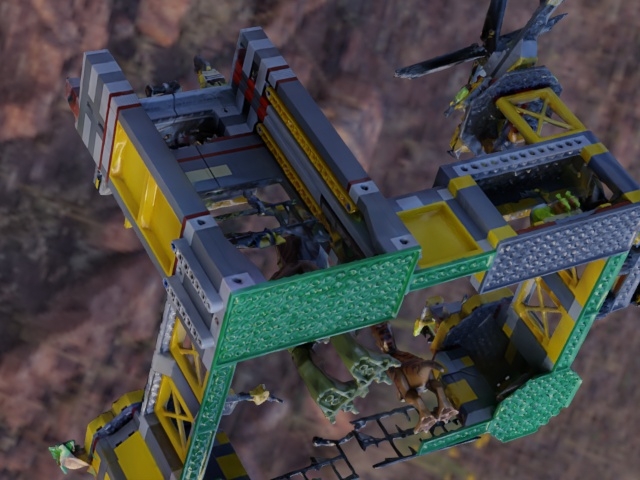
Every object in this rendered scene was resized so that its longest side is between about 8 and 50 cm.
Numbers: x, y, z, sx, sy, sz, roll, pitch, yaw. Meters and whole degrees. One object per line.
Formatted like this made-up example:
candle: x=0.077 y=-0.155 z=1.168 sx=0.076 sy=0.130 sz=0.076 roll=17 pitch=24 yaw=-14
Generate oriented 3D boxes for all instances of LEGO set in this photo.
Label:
LEGO set: x=0.000 y=0.000 z=0.750 sx=0.331 sy=0.192 sz=0.255 roll=-19 pitch=143 yaw=-22
